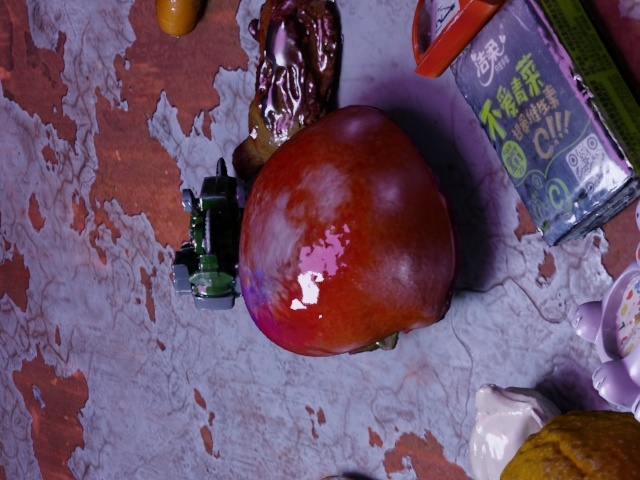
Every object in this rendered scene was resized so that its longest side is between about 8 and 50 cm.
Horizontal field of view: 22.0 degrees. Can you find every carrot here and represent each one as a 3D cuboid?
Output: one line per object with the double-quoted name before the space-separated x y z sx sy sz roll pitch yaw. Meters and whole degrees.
"carrot" -0.176 -0.368 2.193 0.067 0.067 0.225 47 136 33

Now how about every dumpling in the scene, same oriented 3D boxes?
"dumpling" 0.228 0.232 1.830 0.136 0.118 0.199 18 146 35

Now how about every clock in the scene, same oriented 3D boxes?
"clock" 0.360 0.035 1.523 0.189 0.189 0.254 47 132 33
"clock" 0.152 -0.254 1.763 0.155 0.061 0.113 133 146 -55

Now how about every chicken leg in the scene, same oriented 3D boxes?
"chicken leg" -0.055 -0.193 2.091 0.177 0.083 0.322 43 134 50

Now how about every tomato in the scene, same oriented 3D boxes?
"tomato" -0.005 0.002 1.926 0.335 0.176 0.289 -25 79 57

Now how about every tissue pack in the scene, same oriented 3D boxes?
"tissue pack" 0.243 -0.130 1.688 0.235 0.073 0.173 63 145 16

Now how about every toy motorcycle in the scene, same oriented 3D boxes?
"toy motorcycle" -0.133 0.012 2.161 0.274 0.125 0.187 -85 -8 -68

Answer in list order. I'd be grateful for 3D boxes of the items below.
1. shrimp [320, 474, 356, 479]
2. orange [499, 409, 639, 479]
"shrimp" 0.086 0.416 2.144 0.317 0.077 0.168 34 140 49
"orange" 0.311 0.330 1.568 0.357 0.322 0.322 59 143 22
